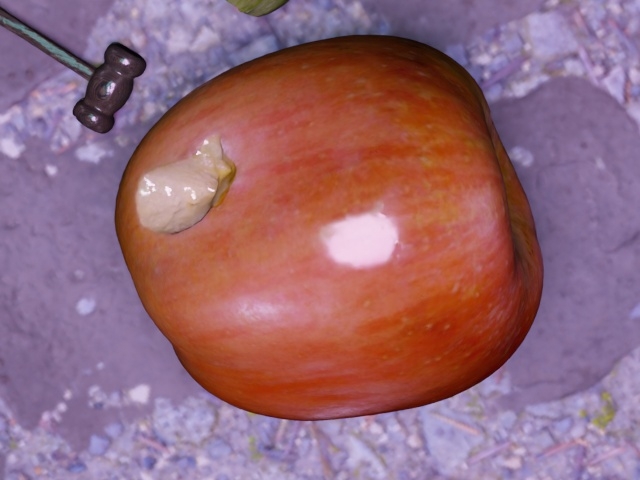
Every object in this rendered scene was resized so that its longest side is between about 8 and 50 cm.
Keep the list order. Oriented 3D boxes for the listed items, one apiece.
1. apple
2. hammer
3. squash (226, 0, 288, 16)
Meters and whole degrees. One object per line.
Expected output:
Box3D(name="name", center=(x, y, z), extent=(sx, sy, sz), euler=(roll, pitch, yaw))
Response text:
Box3D(name="apple", center=(0.000, 0.000, 0.817), extent=(0.241, 0.242, 0.242), euler=(-18, 98, 14))
Box3D(name="hammer", center=(-0.252, -0.171, 0.918), extent=(0.292, 0.029, 0.058), euler=(32, 98, 1))
Box3D(name="squash", center=(0.008, -0.244, 0.863), extent=(0.066, 0.066, 0.229), euler=(34, 101, -1))
